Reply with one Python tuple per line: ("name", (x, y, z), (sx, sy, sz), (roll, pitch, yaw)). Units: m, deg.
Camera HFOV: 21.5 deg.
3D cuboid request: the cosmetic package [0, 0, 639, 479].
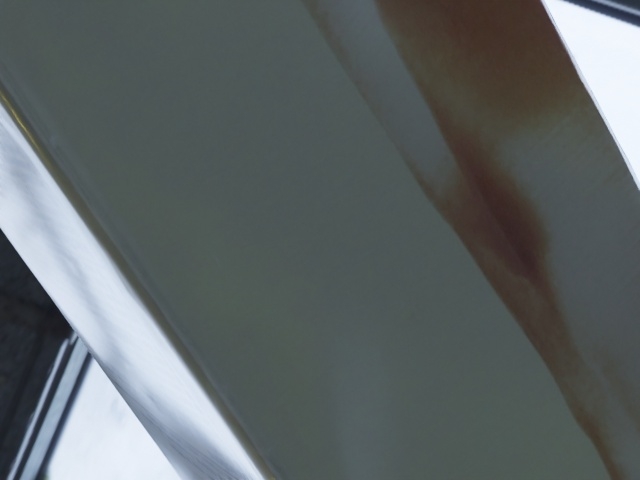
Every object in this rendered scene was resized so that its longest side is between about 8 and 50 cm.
("cosmetic package", (0.000, 0.000, 0.465), (0.129, 0.153, 0.296), (-38, -64, -16))
